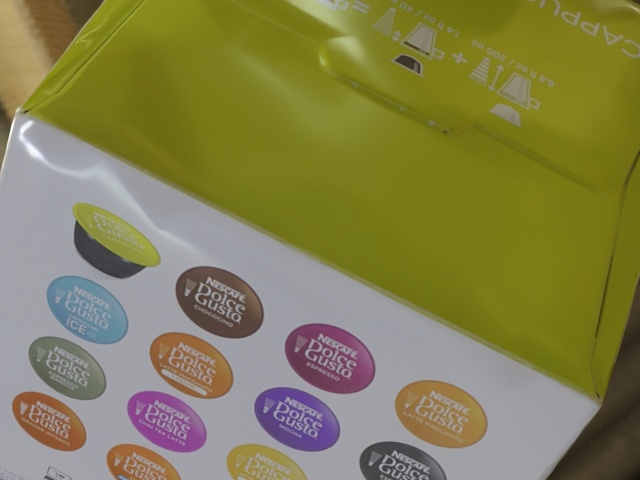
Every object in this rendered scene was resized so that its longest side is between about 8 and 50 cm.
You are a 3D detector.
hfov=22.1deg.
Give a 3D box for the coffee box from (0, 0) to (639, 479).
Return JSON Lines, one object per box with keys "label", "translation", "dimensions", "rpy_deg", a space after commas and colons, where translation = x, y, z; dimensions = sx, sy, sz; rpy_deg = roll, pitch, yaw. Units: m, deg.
{"label": "coffee box", "translation": [0.000, 0.000, 1.046], "dimensions": [0.338, 0.334, 0.338], "rpy_deg": [27, -133, 0]}
